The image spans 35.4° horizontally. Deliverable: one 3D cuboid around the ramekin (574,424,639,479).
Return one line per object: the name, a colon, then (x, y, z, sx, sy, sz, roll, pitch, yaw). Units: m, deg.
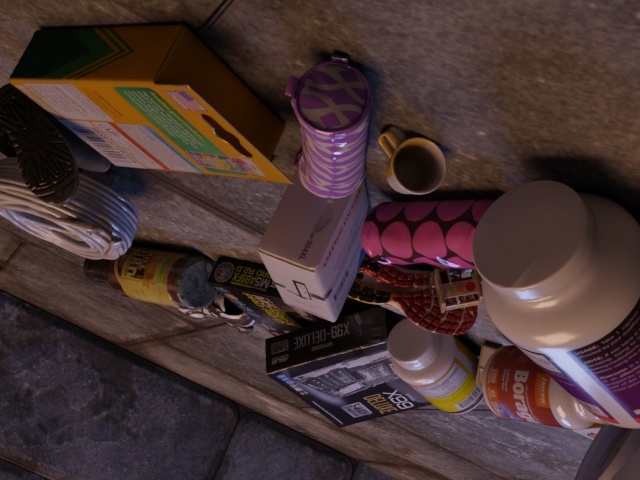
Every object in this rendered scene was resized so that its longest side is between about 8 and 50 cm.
ramekin: (0.486, 0.331, 1.499, 0.127, 0.273, 0.273, 33, 164, 8)

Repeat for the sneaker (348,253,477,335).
sneaker: (0.130, 0.071, 1.500, 0.225, 0.088, 0.093, 24, -177, -1)

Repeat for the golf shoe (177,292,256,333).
golf shoe: (-0.222, 0.126, 2.107, 0.198, 0.077, 0.094, 15, 151, 4)

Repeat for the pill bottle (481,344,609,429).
pill bottle: (0.367, 0.229, 1.565, 0.121, 0.121, 0.216, 34, 159, -30)

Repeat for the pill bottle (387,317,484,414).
pill bottle: (0.200, 0.213, 1.733, 0.117, 0.117, 0.215, 9, 157, 38)

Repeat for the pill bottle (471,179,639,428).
pill bottle: (0.296, 0.069, 1.090, 0.181, 0.181, 0.323, 6, 155, 43)

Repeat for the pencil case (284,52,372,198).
pencil case: (0.010, -0.113, 1.074, 0.088, 0.086, 0.206, 7, 160, 4)

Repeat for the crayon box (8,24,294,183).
crayon box: (-0.189, -0.162, 1.191, 0.323, 0.083, 0.203, 9, 158, 39)

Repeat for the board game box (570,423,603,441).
board game box: (0.563, 0.355, 1.837, 0.124, 0.039, 0.259, 26, 165, -7)

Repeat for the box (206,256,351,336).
box: (-0.057, 0.129, 1.908, 0.216, 0.060, 0.270, 11, 159, 34)

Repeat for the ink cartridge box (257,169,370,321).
ink cartridge box: (0.000, 0.000, 1.315, 0.086, 0.148, 0.203, 20, 161, 16)

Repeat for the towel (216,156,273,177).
towel: (-0.120, -0.112, 1.337, 0.119, 0.029, 0.067, 3, 152, 49)

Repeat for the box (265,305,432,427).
box: (0.075, 0.244, 1.886, 0.242, 0.076, 0.307, -17, 145, 20)

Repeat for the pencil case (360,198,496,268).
pencil case: (0.151, -0.002, 1.224, 0.098, 0.095, 0.209, 18, 172, -41)

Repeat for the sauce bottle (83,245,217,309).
sauce bottle: (-0.354, 0.069, 2.021, 0.344, 0.111, 0.111, 5, 155, 41)

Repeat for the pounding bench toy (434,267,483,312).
pounding bench toy: (0.191, 0.050, 1.389, 0.065, 0.083, 0.052, -11, 161, 2)

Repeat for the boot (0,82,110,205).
boot: (-0.341, -0.115, 1.348, 0.190, 0.076, 0.208, 64, -177, 13)

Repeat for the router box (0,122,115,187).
router box: (-0.445, -0.136, 1.647, 0.133, 0.046, 0.179, 7, 156, 42)

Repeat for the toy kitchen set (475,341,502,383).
toy kitchen set: (0.319, 0.211, 1.725, 0.068, 0.075, 0.083, 17, -159, 29)

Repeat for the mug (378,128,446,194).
mug: (0.100, -0.086, 1.115, 0.062, 0.078, 0.064, -7, 176, -11)

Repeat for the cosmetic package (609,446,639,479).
cosmetic package: (0.529, 0.341, 1.297, 0.284, 0.377, 0.097, 31, -166, -25)

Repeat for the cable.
cable: (-0.426, -0.052, 1.644, 0.257, 0.089, 0.257, 23, 165, -4)
